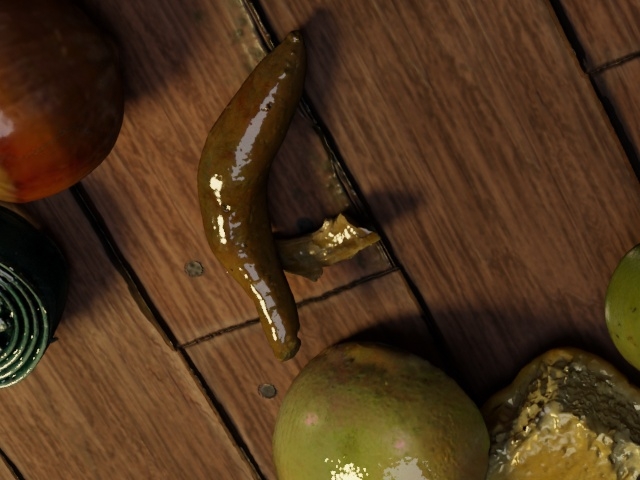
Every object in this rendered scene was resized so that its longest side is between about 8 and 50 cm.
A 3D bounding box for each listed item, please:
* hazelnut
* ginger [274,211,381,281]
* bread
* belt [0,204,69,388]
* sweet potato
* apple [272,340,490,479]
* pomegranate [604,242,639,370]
[{"bbox_3d":[-0.290,-0.142,1.667,0.214,0.176,0.214,-8,114,-18],"label":"hazelnut"},{"bbox_3d":[0.003,0.005,1.772,0.137,0.044,0.057,-20,143,25],"label":"ginger"},{"bbox_3d":[0.240,0.230,1.809,0.174,0.121,0.245,31,119,-14],"label":"bread"},{"bbox_3d":[-0.400,0.051,1.822,0.267,0.116,0.206,8,126,3],"label":"belt"},{"bbox_3d":[-0.070,-0.042,1.725,0.108,0.079,0.346,10,113,26],"label":"sweet potato"},{"bbox_3d":[0.044,0.205,1.789,0.265,0.120,0.193,13,109,36],"label":"apple"},{"bbox_3d":[0.363,0.048,1.672,0.179,0.179,0.211,-6,91,12],"label":"pomegranate"}]
